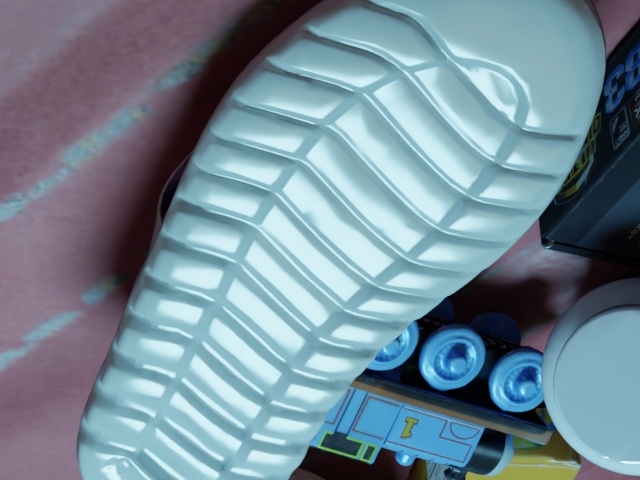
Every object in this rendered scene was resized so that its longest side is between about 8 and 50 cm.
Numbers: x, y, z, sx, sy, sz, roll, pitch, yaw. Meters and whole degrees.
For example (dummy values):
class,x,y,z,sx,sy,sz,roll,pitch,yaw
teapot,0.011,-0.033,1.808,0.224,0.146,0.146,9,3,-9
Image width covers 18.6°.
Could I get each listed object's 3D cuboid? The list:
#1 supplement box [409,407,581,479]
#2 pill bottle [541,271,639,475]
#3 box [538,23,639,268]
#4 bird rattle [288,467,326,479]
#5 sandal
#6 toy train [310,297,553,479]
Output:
class,x,y,z,sx,sy,sz,roll,pitch,yaw
supplement box,0.107,0.180,1.345,0.078,0.080,0.233,3,146,-11
pill bottle,0.184,0.075,1.107,0.112,0.112,0.186,-15,178,14
box,0.307,-0.073,1.021,0.293,0.073,0.295,13,142,-22
bird rattle,0.002,0.245,1.366,0.143,0.253,0.207,-26,118,-29
sandal,-0.013,-0.008,1.050,0.169,0.102,0.416,29,120,-18
toy train,0.057,0.087,1.179,0.184,0.080,0.105,18,106,-25
